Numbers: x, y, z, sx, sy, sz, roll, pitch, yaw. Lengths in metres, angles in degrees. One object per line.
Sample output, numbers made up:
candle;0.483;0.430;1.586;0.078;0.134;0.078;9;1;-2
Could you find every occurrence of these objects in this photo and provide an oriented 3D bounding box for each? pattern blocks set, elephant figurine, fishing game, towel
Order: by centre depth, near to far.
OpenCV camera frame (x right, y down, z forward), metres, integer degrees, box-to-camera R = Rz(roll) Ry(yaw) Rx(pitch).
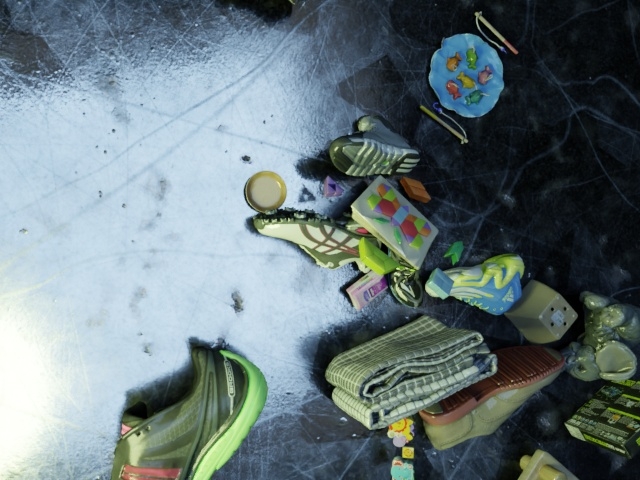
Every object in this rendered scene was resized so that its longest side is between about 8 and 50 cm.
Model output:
towel;0.166;0.244;1.190;0.283;0.235;0.121;-20;90;-16
pattern blocks set;0.149;-0.041;1.209;0.324;0.026;0.285;33;46;-11
fishing game;0.325;-0.363;1.337;0.189;0.041;0.264;37;80;-16
elephant figurine;0.625;0.247;1.383;0.169;0.186;0.240;11;98;-49

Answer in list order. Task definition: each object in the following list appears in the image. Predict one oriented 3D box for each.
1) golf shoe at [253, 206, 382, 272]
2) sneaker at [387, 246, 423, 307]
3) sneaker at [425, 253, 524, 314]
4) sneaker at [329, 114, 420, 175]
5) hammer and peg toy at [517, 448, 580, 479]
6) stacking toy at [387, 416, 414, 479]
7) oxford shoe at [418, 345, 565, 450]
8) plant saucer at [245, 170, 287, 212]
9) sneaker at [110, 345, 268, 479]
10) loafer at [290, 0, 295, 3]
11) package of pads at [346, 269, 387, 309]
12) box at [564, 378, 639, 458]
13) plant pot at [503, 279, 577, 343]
golf shoe;0.000;0.000;1.205;0.272;0.105;0.120;6;102;-19
sneaker;0.179;0.049;1.272;0.067;0.078;0.188;-9;93;-16
sneaker;0.343;0.112;1.315;0.240;0.091;0.126;-14;95;-17
sneaker;0.086;-0.198;1.219;0.228;0.086;0.132;3;49;-43
hammer and peg toy;0.541;0.660;1.357;0.361;0.127;0.266;40;77;-13
stacking toy;0.161;0.424;1.224;0.052;0.167;0.221;1;94;11
oxford shoe;0.372;0.335;1.324;0.348;0.123;0.130;-20;115;-10
plant saucer;-0.108;-0.097;1.219;0.083;0.015;0.084;0;90;-17
sneaker;-0.294;0.401;1.094;0.202;0.185;0.483;37;69;-6
loafer;-0.150;-0.513;1.179;0.251;0.094;0.087;24;108;-6
package of pads;0.097;0.100;1.264;0.083;0.032;0.050;-36;133;-14
box;0.671;0.385;1.361;0.184;0.190;0.045;-33;97;-15
plant pot;0.498;0.163;1.358;0.109;0.096;0.109;-46;102;-12
